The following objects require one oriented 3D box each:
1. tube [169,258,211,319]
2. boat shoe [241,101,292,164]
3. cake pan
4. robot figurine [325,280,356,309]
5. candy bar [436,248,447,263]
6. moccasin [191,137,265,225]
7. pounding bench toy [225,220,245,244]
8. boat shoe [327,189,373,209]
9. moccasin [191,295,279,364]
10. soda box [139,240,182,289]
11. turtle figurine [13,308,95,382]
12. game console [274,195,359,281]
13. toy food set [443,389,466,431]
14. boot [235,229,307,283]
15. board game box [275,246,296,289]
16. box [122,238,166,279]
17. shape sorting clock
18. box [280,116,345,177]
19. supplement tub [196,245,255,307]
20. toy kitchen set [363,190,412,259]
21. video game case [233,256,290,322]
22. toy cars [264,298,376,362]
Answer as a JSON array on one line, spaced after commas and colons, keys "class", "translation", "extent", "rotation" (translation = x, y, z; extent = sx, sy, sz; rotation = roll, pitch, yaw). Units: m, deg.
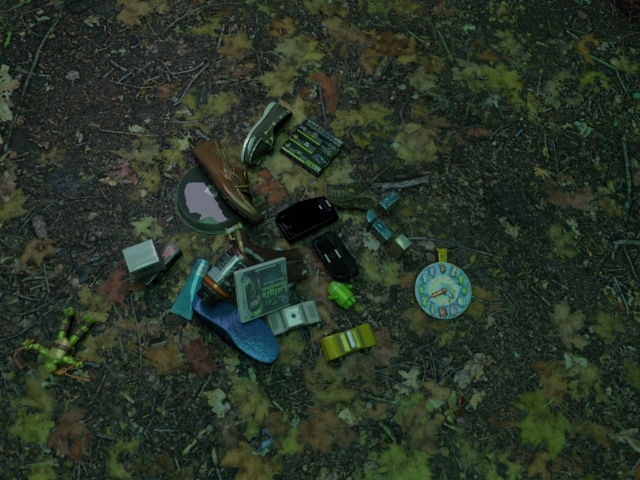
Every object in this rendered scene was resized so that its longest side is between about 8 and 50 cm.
[{"class": "tube", "translation": [-0.444, 0.165, 1.662], "extent": [0.080, 0.052, 0.207], "rotation": [20, 75, 7]}, {"class": "boat shoe", "translation": [-0.209, -0.410, 1.859], "extent": [0.091, 0.109, 0.304], "rotation": [23, 66, 8]}, {"class": "cake pan", "translation": [-0.400, -0.168, 1.783], "extent": [0.294, 0.054, 0.292], "rotation": [2, 69, -5]}, {"class": "robot figurine", "translation": [0.070, 0.188, 1.687], "extent": [0.115, 0.067, 0.101], "rotation": [46, 46, 13]}, {"class": "candy bar", "translation": [0.455, 0.104, 1.779], "extent": [0.040, 0.018, 0.161], "rotation": [4, 70, -4]}, {"class": "moccasin", "translation": [-0.309, -0.214, 1.716], "extent": [0.147, 0.139, 0.380], "rotation": [-35, 67, -7]}, {"class": "pounding bench toy", "translation": [-0.309, -0.031, 1.724], "extent": [0.065, 0.083, 0.052], "rotation": [-29, 75, -15]}, {"class": "boat shoe", "translation": [0.112, -0.153, 1.822], "extent": [0.178, 0.060, 0.064], "rotation": [10, 97, -4]}, {"class": "moccasin", "translation": [-0.276, 0.293, 1.597], "extent": [0.342, 0.116, 0.138], "rotation": [37, 59, 13]}, {"class": "soda box", "translation": [-0.563, 0.085, 1.675], "extent": [0.060, 0.053, 0.169], "rotation": [36, 70, 8]}, {"class": "turtle figurine", "translation": [-0.816, 0.343, 1.540], "extent": [0.270, 0.087, 0.217], "rotation": [15, 62, 9]}, {"class": "game console", "translation": [0.000, 0.000, 1.742], "extent": [0.213, 0.044, 0.361], "rotation": [-27, 66, -14]}, {"class": "toy food set", "translation": [0.455, 0.575, 1.609], "extent": [0.078, 0.019, 0.122], "rotation": [26, 62, 4]}, {"class": "boot", "translation": [-0.176, 0.057, 1.679], "extent": [0.207, 0.090, 0.248], "rotation": [-16, 72, -20]}, {"class": "board game box", "translation": [-0.166, 0.138, 1.701], "extent": [0.136, 0.035, 0.201], "rotation": [40, 72, 10]}, {"class": "box", "translation": [-0.586, 0.064, 1.597], "extent": [0.101, 0.102, 0.087], "rotation": [-22, 74, -11]}, {"class": "shape sorting clock", "translation": [0.442, 0.180, 1.723], "extent": [0.207, 0.040, 0.206], "rotation": [0, 82, -3]}, {"class": "box", "translation": [-0.030, -0.369, 1.895], "extent": [0.191, 0.045, 0.184], "rotation": [35, 73, 7]}, {"class": "supplement tub", "translation": [-0.310, 0.121, 1.548], "extent": [0.106, 0.106, 0.198], "rotation": [40, 82, 9]}, {"class": "toy kitchen set", "translation": [0.282, -0.067, 1.771], "extent": [0.166, 0.122, 0.207], "rotation": [-38, 78, -17]}, {"class": "video game case", "translation": [-0.187, 0.159, 1.560], "extent": [0.191, 0.022, 0.173], "rotation": [-17, 110, -37]}, {"class": "toy cars", "translation": [0.003, 0.301, 1.629], "extent": [0.394, 0.087, 0.176], "rotation": [22, 69, 3]}]
